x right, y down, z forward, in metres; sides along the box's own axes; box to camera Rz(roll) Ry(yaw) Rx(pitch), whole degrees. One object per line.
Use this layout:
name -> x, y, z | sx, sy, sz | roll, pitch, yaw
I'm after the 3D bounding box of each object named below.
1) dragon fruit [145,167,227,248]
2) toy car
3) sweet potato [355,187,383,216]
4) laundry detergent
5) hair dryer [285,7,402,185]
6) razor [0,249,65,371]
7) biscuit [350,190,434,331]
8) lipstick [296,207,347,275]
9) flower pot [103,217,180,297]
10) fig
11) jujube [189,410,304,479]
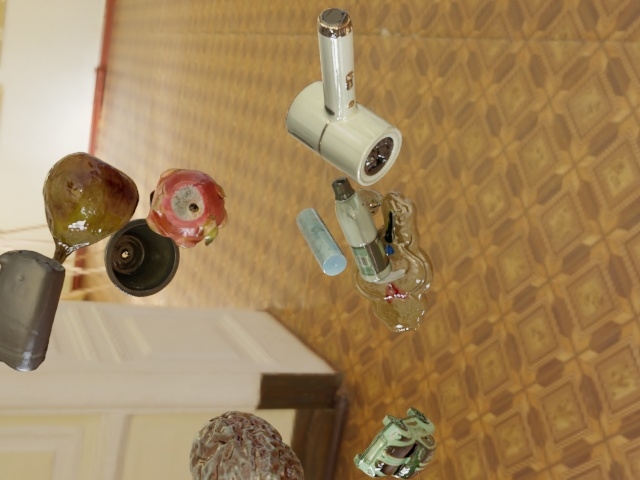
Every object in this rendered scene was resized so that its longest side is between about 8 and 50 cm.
dragon fruit -> -0.354, -0.086, 2.129 | 0.227, 0.224, 0.224 | 101, 173, -88
toy car -> 0.190, 0.481, 1.841 | 0.125, 0.306, 0.136 | 39, 98, 21
sweet potato -> 0.114, -0.099, 2.012 | 0.233, 0.081, 0.062 | 98, -179, -86
laundry detergent -> 0.077, -0.028, 1.637 | 0.099, 0.070, 0.226 | -91, -22, -66
hair dryer -> 0.035, -0.274, 1.426 | 0.203, 0.128, 0.362 | 38, 156, 26
razor -> -0.377, 0.086, 1.008 | 0.054, 0.090, 0.148 | -36, -34, -76
biscuit -> 0.158, 0.049, 1.730 | 0.047, 0.183, 0.320 | -41, -37, -61
lipstick -> 0.000, 0.000, 1.465 | 0.158, 0.048, 0.048 | 60, 137, 50
flower pot -> -0.562, 0.046, 2.402 | 0.148, 0.235, 0.235 | 6, 91, 53
fig -> -0.498, -0.050, 1.561 | 0.290, 0.190, 0.191 | -38, 39, 6
jujube -> -0.163, 0.487, 1.693 | 0.317, 0.226, 0.226 | -147, 65, -65
